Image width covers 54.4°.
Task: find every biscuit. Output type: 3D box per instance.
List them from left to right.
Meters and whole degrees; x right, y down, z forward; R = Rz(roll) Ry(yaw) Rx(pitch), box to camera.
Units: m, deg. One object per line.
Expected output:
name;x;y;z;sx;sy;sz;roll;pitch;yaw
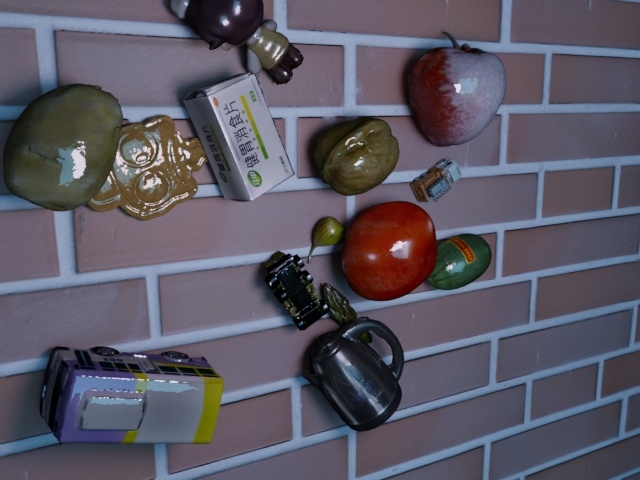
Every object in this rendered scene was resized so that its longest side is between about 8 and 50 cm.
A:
biscuit;-0.472;-0.194;1.715;0.376;0.051;0.269;-24;112;-24

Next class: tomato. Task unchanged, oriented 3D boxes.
tomato;0.220;0.029;1.988;0.325;0.290;0.293;-34;128;-48

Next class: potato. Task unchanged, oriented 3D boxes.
potato;-0.623;-0.230;1.514;0.221;0.243;0.326;41;59;-60

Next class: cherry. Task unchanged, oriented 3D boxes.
cherry;0.450;-0.483;2.040;0.326;0.291;0.334;-30;122;-12

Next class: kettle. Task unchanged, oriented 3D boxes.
kettle;0.123;0.411;2.054;0.321;0.228;0.324;-38;112;-4

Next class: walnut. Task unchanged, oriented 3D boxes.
walnut;0.117;-0.265;1.922;0.283;0.283;0.227;-32;73;-20

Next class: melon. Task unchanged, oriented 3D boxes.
melon;0.497;0.071;2.224;0.288;0.182;0.182;-24;111;-25

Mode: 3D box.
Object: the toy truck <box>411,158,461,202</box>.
toy truck;0.416;-0.210;2.162;0.178;0.115;0.080;-38;115;-19

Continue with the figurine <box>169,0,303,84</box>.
figurine;-0.210;-0.598;1.734;0.218;0.206;0.365;-45;145;10

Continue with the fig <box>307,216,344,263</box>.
fig;0.005;-0.001;1.993;0.166;0.093;0.093;-49;118;-7

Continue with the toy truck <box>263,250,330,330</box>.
toy truck;-0.081;0.157;1.956;0.127;0.127;0.257;-36;116;-11

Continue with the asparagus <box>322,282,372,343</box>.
asparagus;0.080;0.247;2.092;0.080;0.080;0.287;-42;119;-16

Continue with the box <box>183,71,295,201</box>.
box;-0.228;-0.292;1.756;0.173;0.145;0.332;-36;116;-34

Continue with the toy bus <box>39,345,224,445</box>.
toy bus;-0.510;0.428;1.698;0.440;0.249;0.209;12;94;-30
